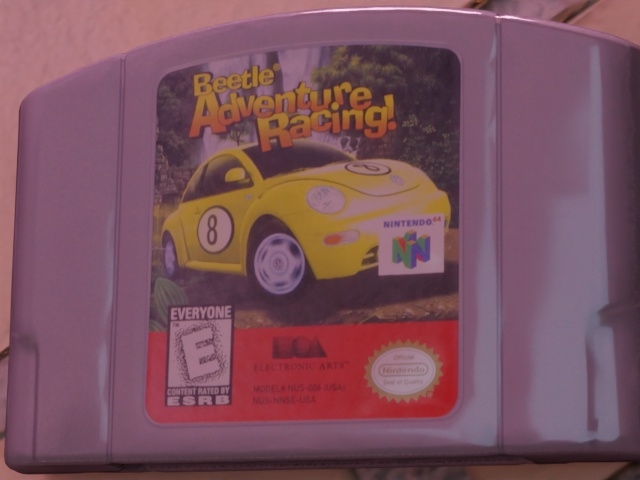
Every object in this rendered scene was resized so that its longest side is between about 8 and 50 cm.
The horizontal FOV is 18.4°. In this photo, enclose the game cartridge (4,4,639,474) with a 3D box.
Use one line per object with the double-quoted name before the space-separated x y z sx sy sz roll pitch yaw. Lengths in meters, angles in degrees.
"game cartridge" 0.000 0.000 0.848 0.294 0.060 0.196 -4 74 21
